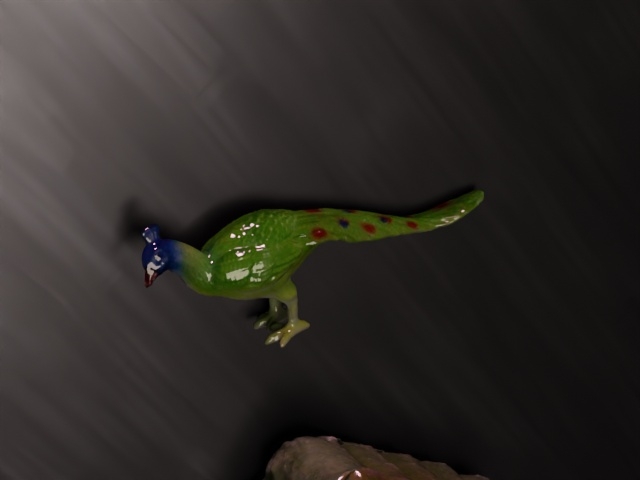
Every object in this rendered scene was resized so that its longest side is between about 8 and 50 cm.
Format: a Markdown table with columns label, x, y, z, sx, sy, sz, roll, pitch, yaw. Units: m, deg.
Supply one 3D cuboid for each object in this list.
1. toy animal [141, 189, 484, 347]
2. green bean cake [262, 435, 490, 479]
| label | x | y | z | sx | sy | sz | roll | pitch | yaw |
| --- | --- | --- | --- | --- | --- | --- | --- | --- | --- |
| toy animal | -0.003 | 0.016 | 0.949 | 0.217 | 0.041 | 0.075 | -7 | 114 | -29 |
| green bean cake | 0.025 | 0.210 | 1.016 | 0.173 | 0.094 | 0.181 | 18 | 104 | -31 |
